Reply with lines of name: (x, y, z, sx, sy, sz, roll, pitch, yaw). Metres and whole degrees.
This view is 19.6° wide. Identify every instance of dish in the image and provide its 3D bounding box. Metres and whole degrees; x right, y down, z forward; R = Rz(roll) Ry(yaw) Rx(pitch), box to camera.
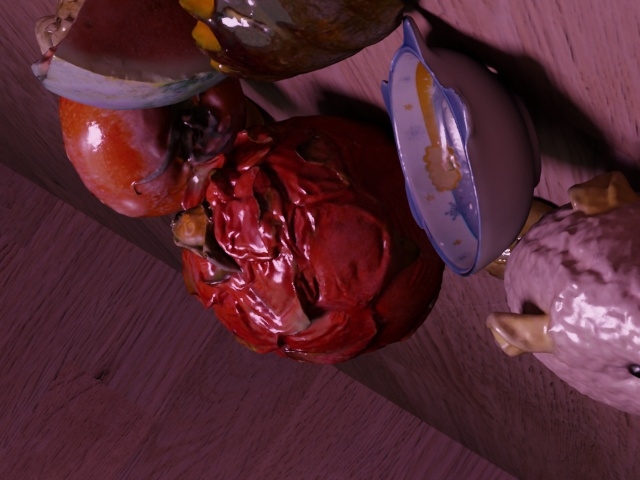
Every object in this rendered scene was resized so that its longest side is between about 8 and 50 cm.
dish: (0.130, -0.090, 1.580, 0.236, 0.086, 0.227, -166, 61, -76)

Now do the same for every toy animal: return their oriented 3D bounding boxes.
toy animal: (0.266, 0.049, 1.552, 0.226, 0.188, 0.358, 28, 177, 1)

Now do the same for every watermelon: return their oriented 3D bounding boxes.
watermelon: (-0.179, -0.208, 1.820, 0.256, 0.260, 0.176, 5, 141, 36)

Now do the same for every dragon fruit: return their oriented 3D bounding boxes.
dragon fruit: (0.000, 0.000, 1.951, 0.277, 0.277, 0.342, 25, -167, 41)

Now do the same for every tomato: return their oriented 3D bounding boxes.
tomato: (-0.165, -0.141, 1.996, 0.095, 0.236, 0.237, 0, 148, 44)

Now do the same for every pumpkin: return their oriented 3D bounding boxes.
pumpkin: (-0.021, -0.181, 1.530, 0.149, 0.130, 0.254, 38, 171, 30)

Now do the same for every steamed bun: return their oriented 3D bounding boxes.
steamed bun: (-0.253, -0.223, 2.197, 0.192, 0.106, 0.177, 41, 161, 16)

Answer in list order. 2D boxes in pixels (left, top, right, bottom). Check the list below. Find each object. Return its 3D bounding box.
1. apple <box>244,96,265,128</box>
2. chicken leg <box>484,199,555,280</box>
apple: (-0.122, -0.130, 2.229, 0.114, 0.099, 0.102, 29, 172, 7)
chicken leg: (0.235, 0.020, 1.828, 0.228, 0.088, 0.103, 27, 152, 40)
